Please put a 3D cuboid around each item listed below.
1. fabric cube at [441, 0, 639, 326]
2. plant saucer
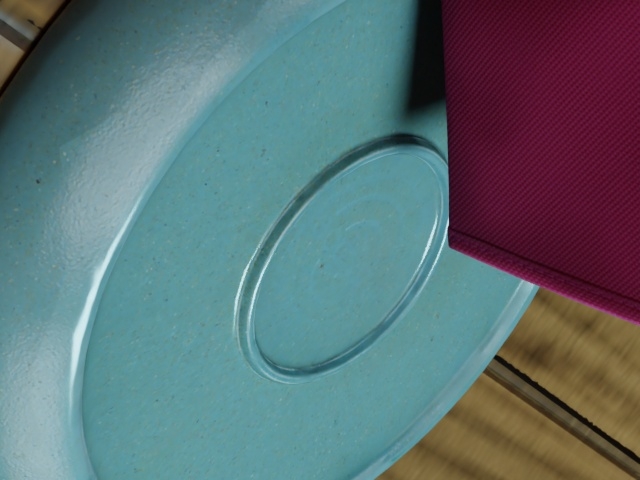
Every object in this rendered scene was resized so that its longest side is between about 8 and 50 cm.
[{"bbox_3d":[0.206,-0.118,0.607,0.254,0.259,0.258,-23,121,-35],"label":"fabric cube"},{"bbox_3d":[0.000,0.000,0.717,0.317,0.043,0.317,-31,142,-28],"label":"plant saucer"}]
